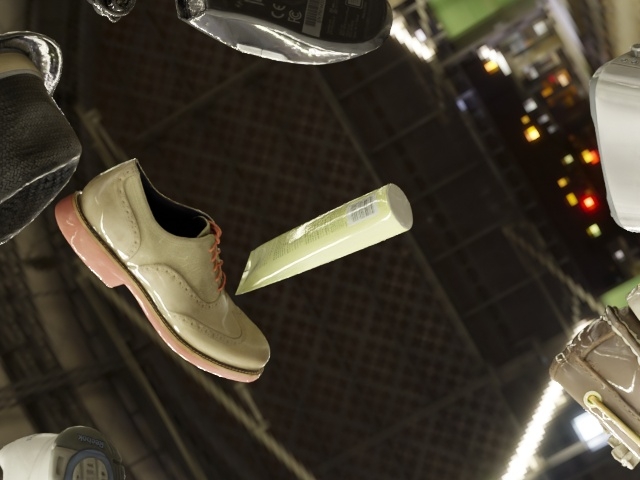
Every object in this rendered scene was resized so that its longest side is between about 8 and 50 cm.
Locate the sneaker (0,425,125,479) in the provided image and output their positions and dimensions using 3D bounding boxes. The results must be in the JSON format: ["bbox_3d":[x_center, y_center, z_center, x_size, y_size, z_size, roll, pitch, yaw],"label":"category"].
[{"bbox_3d":[-0.258,0.324,1.309,0.111,0.129,0.297,13,-102,-47],"label":"sneaker"}]

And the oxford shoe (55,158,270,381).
[{"bbox_3d":[-0.156,0.044,1.657,0.348,0.130,0.123,45,-164,-33],"label":"oxford shoe"}]

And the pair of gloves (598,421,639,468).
[{"bbox_3d":[0.459,0.238,1.665,0.042,0.204,0.240,28,-155,-52],"label":"pair of gloves"}]

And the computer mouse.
[{"bbox_3d":[-0.068,-0.235,1.209,0.060,0.262,0.184,109,166,-55],"label":"computer mouse"}]

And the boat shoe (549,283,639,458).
[{"bbox_3d":[0.288,0.170,0.999,0.324,0.097,0.116,49,-169,-23],"label":"boat shoe"}]

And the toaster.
[{"bbox_3d":[0.372,-0.089,1.393,0.146,0.129,0.226,15,124,53],"label":"toaster"}]

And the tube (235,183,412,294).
[{"bbox_3d":[0.000,0.000,1.718,0.070,0.240,0.062,6,-116,-62],"label":"tube"}]

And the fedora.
[{"bbox_3d":[-0.400,-0.085,1.600,0.152,0.334,0.334,48,-170,10],"label":"fedora"}]
